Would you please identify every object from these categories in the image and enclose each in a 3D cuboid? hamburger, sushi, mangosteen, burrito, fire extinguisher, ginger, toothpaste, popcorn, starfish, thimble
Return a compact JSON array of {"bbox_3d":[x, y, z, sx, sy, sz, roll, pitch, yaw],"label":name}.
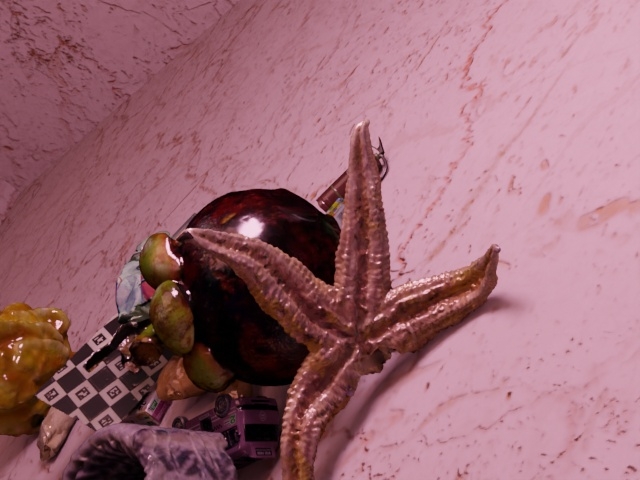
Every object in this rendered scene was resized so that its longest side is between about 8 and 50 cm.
[{"bbox_3d":[-0.211,0.094,1.792,0.276,0.150,0.260,0,36,14],"label":"hamburger"},{"bbox_3d":[-0.357,0.228,1.893,0.192,0.043,0.279,21,57,31],"label":"sushi"},{"bbox_3d":[-0.091,0.073,1.462,0.311,0.311,0.311,-39,25,22],"label":"mangosteen"},{"bbox_3d":[-0.513,0.324,2.133,0.082,0.059,0.275,-45,18,49],"label":"burrito"},{"bbox_3d":[0.064,-0.104,1.801,0.157,0.045,0.078,-44,51,9],"label":"fire extinguisher"},{"bbox_3d":[-0.190,0.218,1.706,0.148,0.081,0.333,-33,19,-23],"label":"ginger"},{"bbox_3d":[0.000,0.000,1.758,0.164,0.034,0.046,-50,19,-4],"label":"toothpaste"},{"bbox_3d":[-0.689,0.247,2.238,0.290,0.321,0.326,-42,42,16],"label":"popcorn"},{"bbox_3d":[0.032,0.088,1.288,0.398,0.384,0.132,-31,6,5],"label":"starfish"},{"bbox_3d":[-0.229,0.352,1.377,0.245,0.157,0.217,-52,47,26],"label":"thimble"}]

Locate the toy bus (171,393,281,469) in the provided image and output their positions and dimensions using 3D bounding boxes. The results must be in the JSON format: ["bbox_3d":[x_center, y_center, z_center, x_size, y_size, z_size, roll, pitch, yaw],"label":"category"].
[{"bbox_3d":[-0.136,0.284,1.475,0.178,0.087,0.098,-32,60,37],"label":"toy bus"}]

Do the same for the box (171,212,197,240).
[{"bbox_3d":[-0.256,0.054,2.064,0.129,0.086,0.225,-44,24,10],"label":"box"}]

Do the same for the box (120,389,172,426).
[{"bbox_3d":[-0.345,0.314,1.872,0.207,0.041,0.050,-21,31,47],"label":"box"}]
